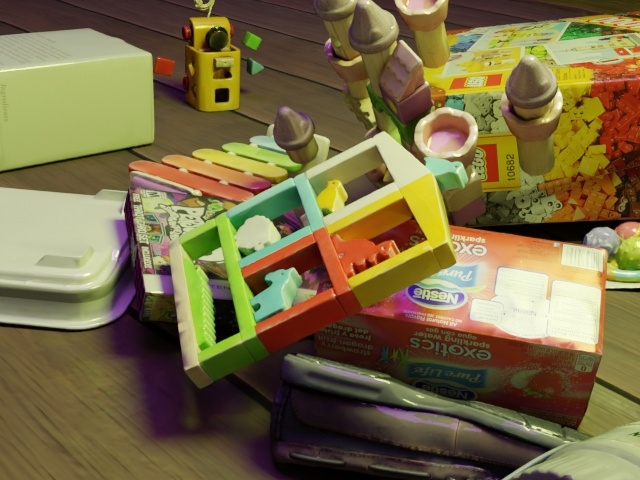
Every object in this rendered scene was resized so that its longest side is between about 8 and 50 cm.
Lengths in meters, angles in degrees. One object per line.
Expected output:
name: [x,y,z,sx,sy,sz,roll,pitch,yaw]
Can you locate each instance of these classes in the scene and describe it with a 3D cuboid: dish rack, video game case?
dish rack: [-0.368,-0.002,1.027,0.332,0.072,0.285,6,24,2]
video game case: [-0.107,0.019,0.977,0.210,0.042,0.232,8,28,-20]

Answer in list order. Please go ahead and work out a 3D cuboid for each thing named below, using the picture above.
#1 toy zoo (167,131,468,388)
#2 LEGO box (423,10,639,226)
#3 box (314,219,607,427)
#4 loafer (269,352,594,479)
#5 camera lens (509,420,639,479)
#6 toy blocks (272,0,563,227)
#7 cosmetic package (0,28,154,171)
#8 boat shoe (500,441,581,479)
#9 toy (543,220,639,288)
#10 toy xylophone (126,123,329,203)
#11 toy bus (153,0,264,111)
toy zoo: [0.000,0.000,0.801,0.293,0.030,0.192,-26,38,5]
LEGO box: [0.352,-0.203,1.330,0.372,0.193,0.500,-2,22,16]
box: [0.130,0.072,0.824,0.256,0.123,0.128,9,47,12]
loafer: [0.103,0.173,0.709,0.302,0.095,0.109,15,-4,14]
camera lens: [0.258,0.199,0.485,0.274,0.219,0.219,-7,26,-21]
toy blocks: [0.072,-0.158,0.968,0.309,0.260,0.289,-34,58,-3]
cosmetic package: [-0.515,-0.220,1.368,0.453,0.162,0.230,-17,32,-37]
boat shoe: [0.102,0.203,0.580,0.227,0.081,0.079,-22,9,-23]
toy: [0.408,0.011,1.113,0.237,0.056,0.137,3,23,0]
toy xylophone: [-0.144,-0.092,1.234,0.236,0.081,0.322,14,26,23]
toy bus: [-0.201,-0.345,1.661,0.202,0.191,0.104,41,0,-37]
